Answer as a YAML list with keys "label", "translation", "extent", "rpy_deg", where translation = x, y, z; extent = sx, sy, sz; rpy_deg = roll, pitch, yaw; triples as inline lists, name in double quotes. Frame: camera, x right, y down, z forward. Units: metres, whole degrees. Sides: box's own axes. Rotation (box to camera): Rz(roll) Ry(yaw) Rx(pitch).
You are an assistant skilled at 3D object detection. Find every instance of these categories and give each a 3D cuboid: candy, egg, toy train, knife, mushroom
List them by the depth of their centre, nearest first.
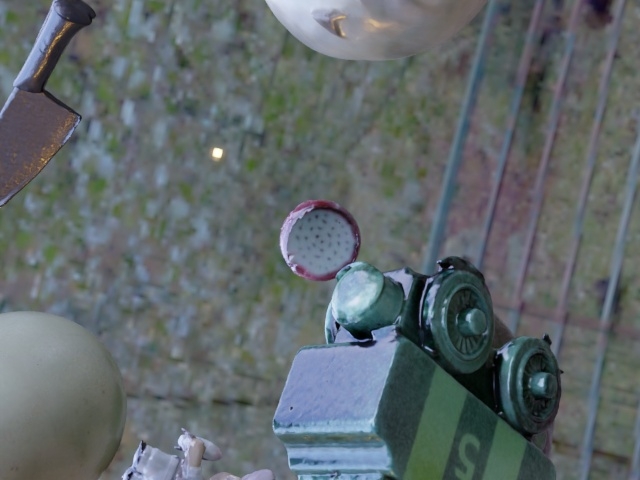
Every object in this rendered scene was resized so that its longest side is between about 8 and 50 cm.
- label: "knife"
  translation: [-0.213, -0.090, 1.081]
  extent: [0.230, 0.060, 0.028]
  rpy_deg: [-50, 12, 41]
- label: "toy train"
  translation: [0.097, 0.158, 1.330]
  extent: [0.167, 0.299, 0.238]
  rpy_deg: [-10, 50, 43]
- label: "egg"
  translation: [-0.283, 0.163, 1.333]
  extent: [0.254, 0.188, 0.188]
  rpy_deg: [-22, -51, -70]
- label: "mushroom"
  translation: [0.097, -0.313, 1.379]
  extent: [0.314, 0.336, 0.314]
  rpy_deg: [-8, 80, 53]
- label: "candy"
  translation: [0.000, 0.000, 1.808]
  extent: [0.043, 0.103, 0.103]
  rpy_deg: [-129, 53, -80]

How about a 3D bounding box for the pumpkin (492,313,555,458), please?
- label: "pumpkin"
  translation: [0.190, 0.198, 1.812]
  extent: [0.242, 0.232, 0.325]
  rpy_deg: [-57, 23, 37]

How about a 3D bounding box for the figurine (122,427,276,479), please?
- label: "figurine"
  translation: [-0.102, 0.288, 1.560]
  extent: [0.137, 0.229, 0.112]
  rpy_deg: [-59, 9, 23]
